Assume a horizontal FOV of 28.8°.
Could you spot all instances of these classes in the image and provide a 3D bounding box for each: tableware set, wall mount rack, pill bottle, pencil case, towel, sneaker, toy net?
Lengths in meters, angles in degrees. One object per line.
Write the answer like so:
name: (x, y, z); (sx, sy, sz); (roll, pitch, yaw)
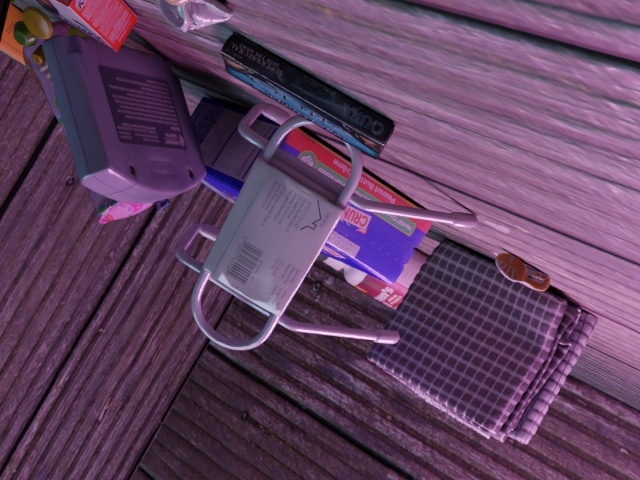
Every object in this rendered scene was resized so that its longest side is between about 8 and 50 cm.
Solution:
tableware set: (-0.336, -0.267, 1.608); (0.104, 0.024, 0.154); (51, 140, -14)
wall mount rack: (0.000, 0.000, 1.515); (0.304, 0.350, 0.130); (31, -149, 1)
pill bottle: (0.122, 0.051, 2.369); (0.221, 0.121, 0.121); (30, 177, -11)
pencil case: (-0.305, -0.165, 1.720); (0.284, 0.124, 0.124); (64, 179, 4)
towel: (0.234, 0.148, 1.866); (0.283, 0.235, 0.121); (27, 170, 40)
sneaker: (0.269, 0.044, 1.688); (0.083, 0.032, 0.037); (31, 177, -11)
toy net: (-0.149, -0.224, 1.044); (0.122, 0.045, 0.232); (29, 177, 18)

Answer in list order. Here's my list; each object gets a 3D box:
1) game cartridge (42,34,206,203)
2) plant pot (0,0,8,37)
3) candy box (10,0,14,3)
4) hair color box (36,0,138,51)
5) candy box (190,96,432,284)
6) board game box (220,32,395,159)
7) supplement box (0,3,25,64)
game cartridge: (-0.237, -0.145, 1.564); (0.062, 0.198, 0.297); (-14, 177, 17)
plant pot: (-0.440, -0.287, 1.418); (0.167, 0.187, 0.188); (13, 170, -14)
candy box: (-0.504, -0.354, 1.763); (0.206, 0.105, 0.027); (27, 148, 46)
hair color box: (-0.274, -0.272, 1.380); (0.093, 0.053, 0.167); (30, 176, 12)
candy box: (-0.038, -0.075, 1.777); (0.268, 0.122, 0.317); (33, 177, -31)
board game box: (-0.013, -0.144, 1.269); (0.186, 0.026, 0.126); (30, 178, 1)
supplement box: (-0.511, -0.346, 2.213); (0.080, 0.078, 0.233); (31, 178, 36)
